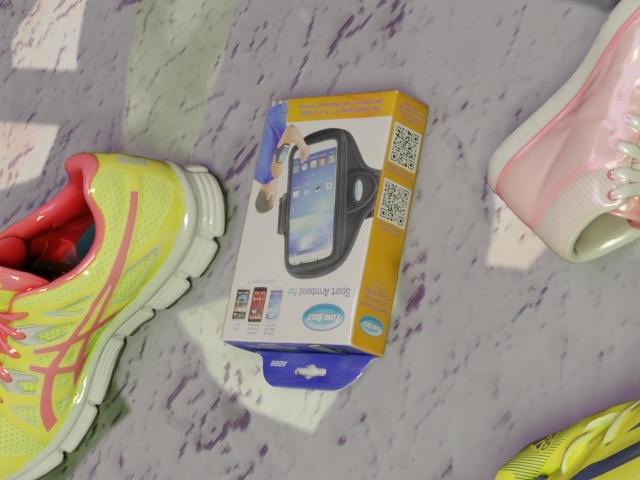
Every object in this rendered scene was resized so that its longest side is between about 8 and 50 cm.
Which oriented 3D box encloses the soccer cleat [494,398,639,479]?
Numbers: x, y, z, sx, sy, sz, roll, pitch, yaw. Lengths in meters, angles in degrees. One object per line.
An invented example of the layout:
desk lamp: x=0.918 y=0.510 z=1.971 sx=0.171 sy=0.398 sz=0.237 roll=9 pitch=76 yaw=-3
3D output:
soccer cleat: x=0.116 y=0.091 z=0.717 sx=0.289 sy=0.093 sz=0.121 roll=-45 pitch=38 yaw=17

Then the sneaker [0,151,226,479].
sneaker: x=-0.141 y=0.034 z=0.970 sx=0.208 sy=0.094 sz=0.081 roll=-54 pitch=48 yaw=13

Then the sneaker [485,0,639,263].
sneaker: x=0.130 y=-0.046 z=0.789 sx=0.134 sy=0.051 sz=0.070 roll=-49 pitch=49 yaw=21

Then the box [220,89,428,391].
box: x=0.000 y=0.000 z=0.903 sx=0.081 sy=0.028 sz=0.136 roll=-1 pitch=70 yaw=42
